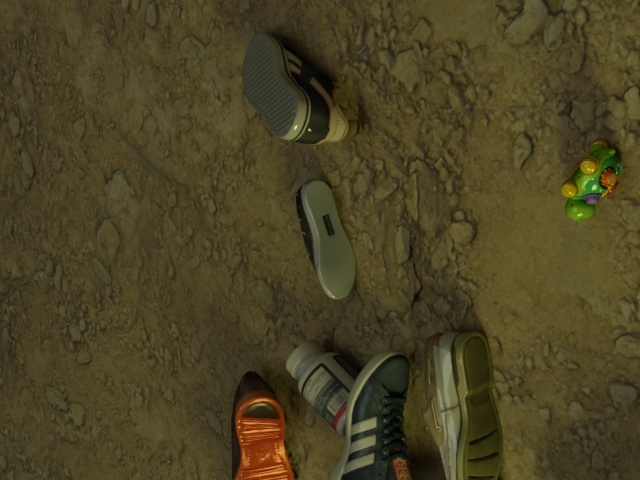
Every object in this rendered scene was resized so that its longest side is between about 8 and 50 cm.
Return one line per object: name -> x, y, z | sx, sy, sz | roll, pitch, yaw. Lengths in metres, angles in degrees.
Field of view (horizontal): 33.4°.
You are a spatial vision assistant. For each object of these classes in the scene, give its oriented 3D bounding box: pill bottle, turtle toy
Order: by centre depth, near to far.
turtle toy -> 0.401, -0.085, 1.581 | 0.066, 0.095, 0.130 | 37, 127, 6
pill bottle -> 0.021, 0.276, 2.026 | 0.180, 0.108, 0.108 | 43, 127, 29

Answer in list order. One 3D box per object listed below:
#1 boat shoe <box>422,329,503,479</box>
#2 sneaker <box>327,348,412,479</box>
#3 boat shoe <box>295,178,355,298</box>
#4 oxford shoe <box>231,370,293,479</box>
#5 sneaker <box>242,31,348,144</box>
boat shoe -> 0.237, 0.305, 1.826 | 0.103, 0.113, 0.302 | -3, 87, 46
sneaker -> 0.117, 0.375, 1.902 | 0.148, 0.131, 0.350 | 22, 101, 47
boat shoe -> 0.000, 0.000, 2.005 | 0.076, 0.080, 0.229 | -16, 92, 63
oxford shoe -> -0.129, 0.442, 2.236 | 0.133, 0.129, 0.364 | -115, 26, -59
sneaker -> -0.049, -0.270, 1.960 | 0.126, 0.127, 0.321 | -62, 34, 28
